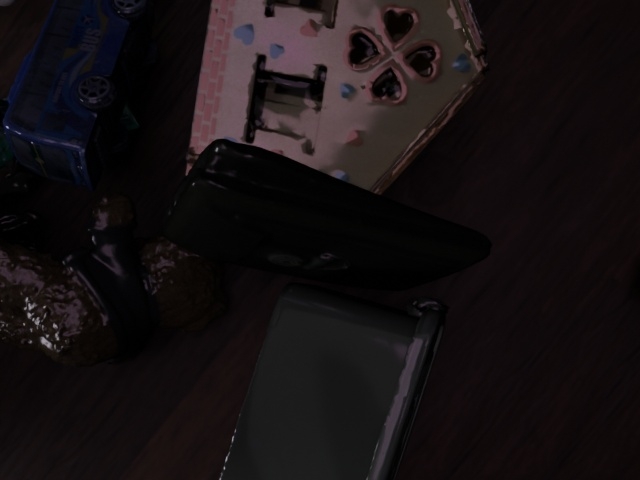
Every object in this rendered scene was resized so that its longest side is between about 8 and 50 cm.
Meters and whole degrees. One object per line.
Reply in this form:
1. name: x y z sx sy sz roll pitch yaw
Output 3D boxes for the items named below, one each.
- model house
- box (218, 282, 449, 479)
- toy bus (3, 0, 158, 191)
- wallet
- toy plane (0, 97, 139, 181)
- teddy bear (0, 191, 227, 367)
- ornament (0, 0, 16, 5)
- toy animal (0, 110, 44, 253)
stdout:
1. model house: 0.023 -0.180 0.598 0.245 0.169 0.325 9 92 -2
2. box: 0.013 0.150 0.581 0.135 0.163 0.243 18 90 15
3. toy bus: -0.214 -0.163 0.610 0.094 0.079 0.236 9 63 0
4. wallet: 0.000 0.000 0.546 0.245 0.168 0.052 16 65 -19
5. toy plane: -0.303 -0.108 0.668 0.235 0.060 0.096 -27 93 7
6. teddy bear: -0.210 0.053 0.602 0.252 0.181 0.129 -5 47 -14
7. ornament: -0.342 -0.308 0.625 0.178 0.177 0.177 0 87 5
8. toy animal: -0.353 -0.061 0.615 0.233 0.084 0.148 40 109 -19
